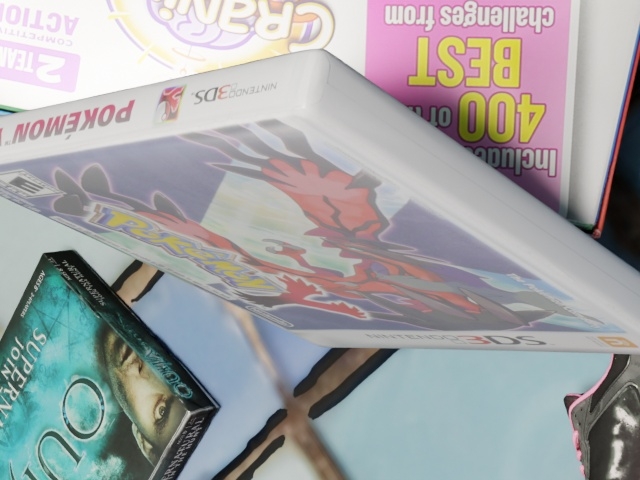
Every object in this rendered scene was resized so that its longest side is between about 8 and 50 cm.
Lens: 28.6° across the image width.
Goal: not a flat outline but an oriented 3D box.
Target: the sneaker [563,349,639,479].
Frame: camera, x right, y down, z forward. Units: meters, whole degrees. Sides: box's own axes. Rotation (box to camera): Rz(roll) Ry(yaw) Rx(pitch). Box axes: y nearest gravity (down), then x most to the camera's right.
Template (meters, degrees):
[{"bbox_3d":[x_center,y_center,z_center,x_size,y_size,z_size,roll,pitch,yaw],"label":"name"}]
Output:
[{"bbox_3d":[0.116,0.081,0.478,0.057,0.047,0.119,23,99,38],"label":"sneaker"}]

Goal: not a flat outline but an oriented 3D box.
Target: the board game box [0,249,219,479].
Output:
[{"bbox_3d":[-0.139,0.116,0.667,0.126,0.026,0.186,42,116,25],"label":"board game box"}]

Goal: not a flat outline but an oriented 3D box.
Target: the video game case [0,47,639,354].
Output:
[{"bbox_3d":[0.000,0.000,0.444,0.183,0.201,0.023,-4,65,45],"label":"video game case"}]

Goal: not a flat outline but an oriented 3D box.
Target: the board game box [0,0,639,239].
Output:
[{"bbox_3d":[0.011,-0.180,0.437,0.242,0.064,0.317,13,98,7],"label":"board game box"}]
